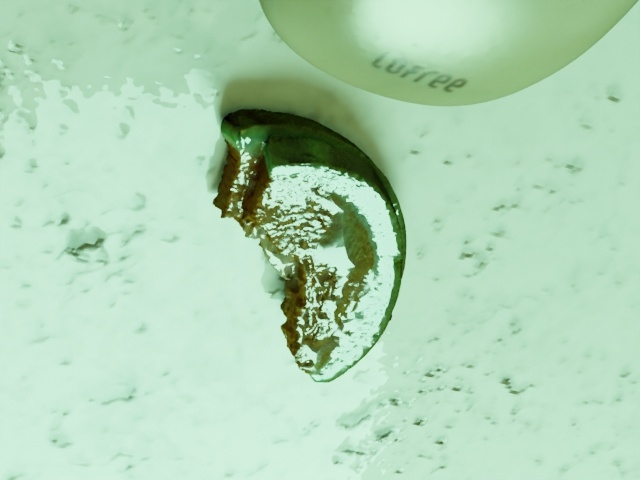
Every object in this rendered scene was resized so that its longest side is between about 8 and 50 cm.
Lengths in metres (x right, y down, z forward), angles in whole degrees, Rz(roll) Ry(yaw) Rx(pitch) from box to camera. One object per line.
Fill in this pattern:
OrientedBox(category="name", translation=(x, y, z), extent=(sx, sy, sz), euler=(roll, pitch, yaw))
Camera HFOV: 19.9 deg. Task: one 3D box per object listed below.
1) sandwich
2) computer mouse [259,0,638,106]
OrientedBox(category="sandwich", translation=(0.001, -0.002, 0.734), extent=(0.067, 0.029, 0.135), euler=(-26, 131, -1))
OrientedBox(category="computer mouse", translation=(0.072, -0.145, 0.615), extent=(0.145, 0.082, 0.236), euler=(18, 119, -31))
